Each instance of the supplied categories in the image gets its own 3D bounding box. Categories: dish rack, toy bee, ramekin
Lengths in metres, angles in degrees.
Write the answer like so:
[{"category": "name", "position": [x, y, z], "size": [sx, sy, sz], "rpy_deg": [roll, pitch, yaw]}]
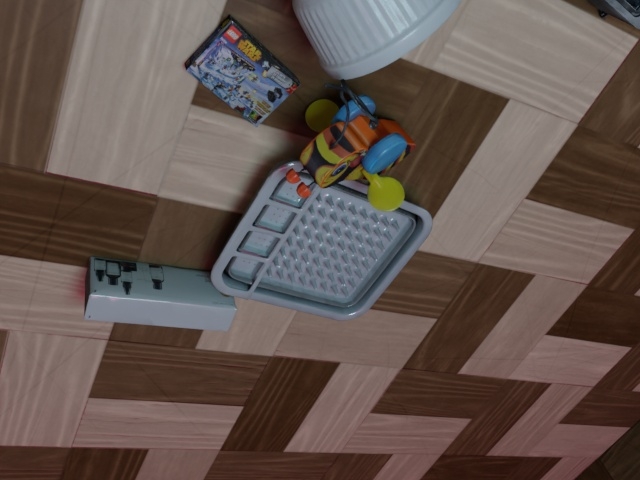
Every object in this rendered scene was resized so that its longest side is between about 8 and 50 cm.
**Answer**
[{"category": "dish rack", "position": [0.000, 0.000, 1.071], "size": [0.333, 0.072, 0.285], "rpy_deg": [18, 120, -31]}, {"category": "toy bee", "position": [0.028, -0.133, 0.884], "size": [0.162, 0.195, 0.298], "rpy_deg": [-40, 146, 16]}, {"category": "ramekin", "position": [0.063, -0.307, 0.752], "size": [0.207, 0.207, 0.109], "rpy_deg": [-34, 122, 10]}]

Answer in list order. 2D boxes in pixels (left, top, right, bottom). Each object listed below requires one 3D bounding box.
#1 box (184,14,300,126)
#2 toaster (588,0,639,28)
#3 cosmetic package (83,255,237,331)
[{"category": "box", "position": [-0.108, -0.234, 0.865], "size": [0.094, 0.027, 0.137], "rpy_deg": [-40, 130, 17]}, {"category": "toaster", "position": [0.435, -0.406, 0.856], "size": [0.186, 0.110, 0.168], "rpy_deg": [21, 120, -32]}, {"category": "cosmetic package", "position": [-0.268, 0.091, 1.035], "size": [0.239, 0.099, 0.060], "rpy_deg": [9, 126, -26]}]
